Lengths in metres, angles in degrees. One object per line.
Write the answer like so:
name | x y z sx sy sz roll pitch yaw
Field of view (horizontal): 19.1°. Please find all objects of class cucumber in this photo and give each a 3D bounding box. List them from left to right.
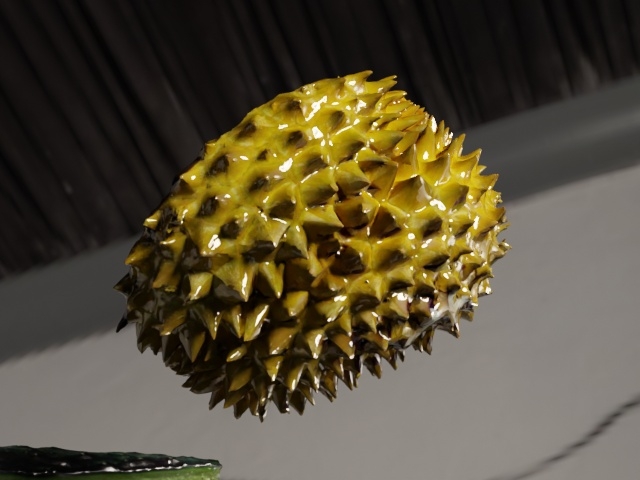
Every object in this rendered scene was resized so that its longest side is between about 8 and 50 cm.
cucumber | -0.174 0.171 1.280 0.211 0.078 0.062 3 20 -35

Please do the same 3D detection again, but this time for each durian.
durian | 0.006 0.011 1.083 0.250 0.183 0.138 -29 67 -21
